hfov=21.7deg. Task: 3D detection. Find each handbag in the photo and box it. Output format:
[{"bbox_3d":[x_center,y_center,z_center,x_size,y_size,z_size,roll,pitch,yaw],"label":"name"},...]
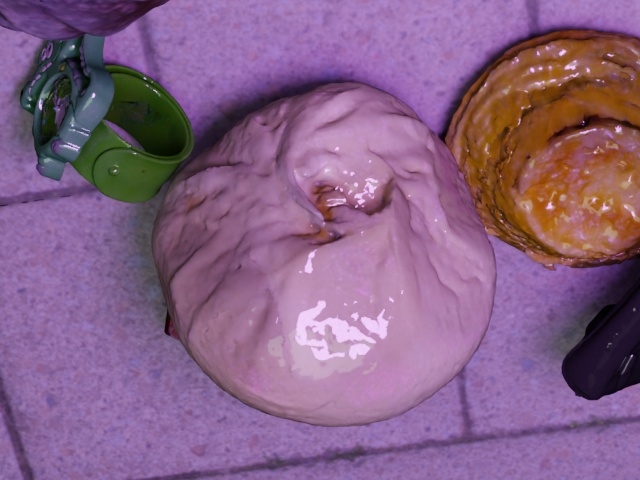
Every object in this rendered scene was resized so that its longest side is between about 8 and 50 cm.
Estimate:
[{"bbox_3d":[0.378,0.042,1.730,0.088,0.244,0.275,47,118,19],"label":"handbag"}]

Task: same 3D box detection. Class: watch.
[{"bbox_3d":[-0.206,-0.128,1.685,0.152,0.165,0.131,17,129,-32],"label":"watch"}]

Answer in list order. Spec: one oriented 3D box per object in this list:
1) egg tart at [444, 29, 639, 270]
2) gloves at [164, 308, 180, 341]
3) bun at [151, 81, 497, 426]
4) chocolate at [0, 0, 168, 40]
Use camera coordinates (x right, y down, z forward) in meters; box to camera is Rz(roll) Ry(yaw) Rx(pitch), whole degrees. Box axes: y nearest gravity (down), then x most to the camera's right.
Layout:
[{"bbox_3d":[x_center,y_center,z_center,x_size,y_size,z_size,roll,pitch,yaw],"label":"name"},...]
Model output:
[{"bbox_3d":[0.273,-0.077,1.709,0.294,0.123,0.294,-1,121,-1],"label":"egg tart"},{"bbox_3d":[-0.043,0.076,1.804,0.241,0.126,0.145,10,96,-2],"label":"gloves"},{"bbox_3d":[0.000,0.000,1.629,0.361,0.361,0.213,-4,146,3],"label":"bun"},{"bbox_3d":[-0.247,-0.309,1.515,0.303,0.303,0.213,31,143,-16],"label":"chocolate"}]
